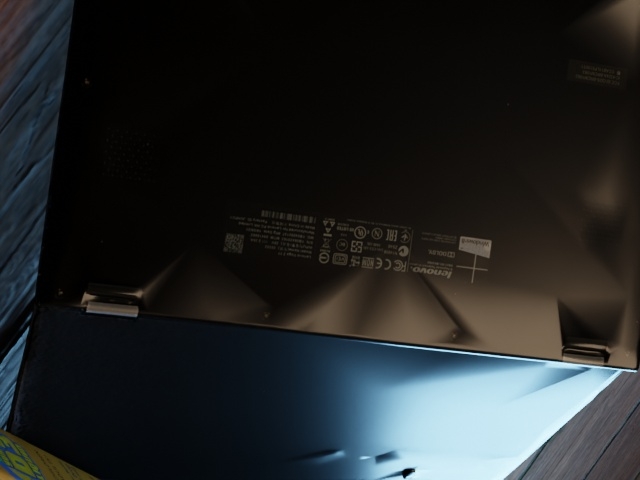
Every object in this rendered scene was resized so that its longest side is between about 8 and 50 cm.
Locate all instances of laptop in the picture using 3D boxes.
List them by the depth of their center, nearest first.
[{"bbox_3d":[0.000,0.000,0.830,0.382,0.236,0.407,7,90,-16],"label":"laptop"}]

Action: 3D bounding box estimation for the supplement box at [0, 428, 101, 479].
[{"bbox_3d":[-0.211,0.175,0.794,0.080,0.078,0.233,-49,141,-1],"label":"supplement box"}]
